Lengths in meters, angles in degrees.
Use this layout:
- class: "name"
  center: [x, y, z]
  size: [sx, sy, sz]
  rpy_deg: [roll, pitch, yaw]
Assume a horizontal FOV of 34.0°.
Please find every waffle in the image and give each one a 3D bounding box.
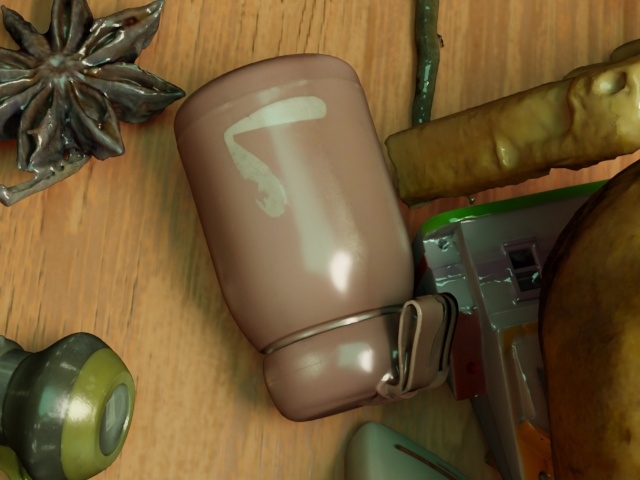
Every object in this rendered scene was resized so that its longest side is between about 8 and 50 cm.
- class: "waffle"
  center: [0.265, -0.124, 0.861]
  size: [0.348, 0.304, 0.078]
  rpy_deg: [-23, 95, -29]

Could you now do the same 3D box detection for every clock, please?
- class: "clock"
  center: [0.226, 0.121, 0.893]
  size: [0.235, 0.166, 0.310]
  rpy_deg: [-11, 69, -8]

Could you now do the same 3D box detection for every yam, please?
- class: "yam"
  center: [0.106, -0.199, 1.039]
  size: [0.027, 0.029, 0.234]
  rpy_deg: [-3, 75, 22]

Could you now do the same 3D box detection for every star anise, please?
- class: "star anise"
  center: [-0.240, -0.133, 0.959]
  size: [0.230, 0.081, 0.262]
  rpy_deg: [9, 63, -3]

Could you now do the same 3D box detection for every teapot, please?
- class: "teapot"
  center: [-0.226, 0.154, 0.873]
  size: [0.119, 0.130, 0.166]
  rpy_deg: [10, 106, 13]

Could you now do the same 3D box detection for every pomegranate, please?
- class: "pomegranate"
  center: [0.277, 0.086, 0.662]
  size: [0.322, 0.322, 0.322]
  rpy_deg: [1, 75, -5]

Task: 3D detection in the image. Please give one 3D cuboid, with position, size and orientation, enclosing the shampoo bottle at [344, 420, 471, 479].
- class: "shampoo bottle"
  center: [0.067, 0.239, 0.788]
  size: [0.153, 0.284, 0.071]
  rpy_deg: [35, 103, 3]

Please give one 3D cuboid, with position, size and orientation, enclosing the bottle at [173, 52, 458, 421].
- class: "bottle"
  center: [0.000, 0.000, 0.884]
  size: [0.173, 0.206, 0.297]
  rpy_deg: [-4, 72, -44]
